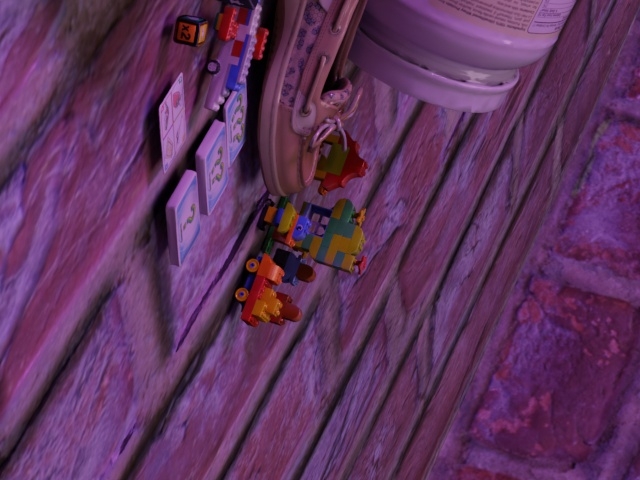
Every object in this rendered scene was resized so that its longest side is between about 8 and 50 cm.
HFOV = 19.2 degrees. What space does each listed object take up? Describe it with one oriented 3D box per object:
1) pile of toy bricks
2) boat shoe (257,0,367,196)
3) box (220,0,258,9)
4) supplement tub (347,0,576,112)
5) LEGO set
[{"bbox_3d":[0.000,0.000,1.907,0.118,0.105,0.212,51,58,-72],"label":"pile of toy bricks"},{"bbox_3d":[0.002,-0.166,1.741,0.104,0.089,0.285,-65,165,-61],"label":"boat shoe"},{"bbox_3d":[-0.083,-0.302,1.307,0.261,0.103,0.184,62,45,-69],"label":"box"},{"bbox_3d":[0.155,-0.310,1.801,0.325,0.235,0.235,-64,169,26],"label":"supplement tub"},{"bbox_3d":[-0.080,-0.117,1.605,0.244,0.060,0.182,90,19,-46],"label":"LEGO set"}]
